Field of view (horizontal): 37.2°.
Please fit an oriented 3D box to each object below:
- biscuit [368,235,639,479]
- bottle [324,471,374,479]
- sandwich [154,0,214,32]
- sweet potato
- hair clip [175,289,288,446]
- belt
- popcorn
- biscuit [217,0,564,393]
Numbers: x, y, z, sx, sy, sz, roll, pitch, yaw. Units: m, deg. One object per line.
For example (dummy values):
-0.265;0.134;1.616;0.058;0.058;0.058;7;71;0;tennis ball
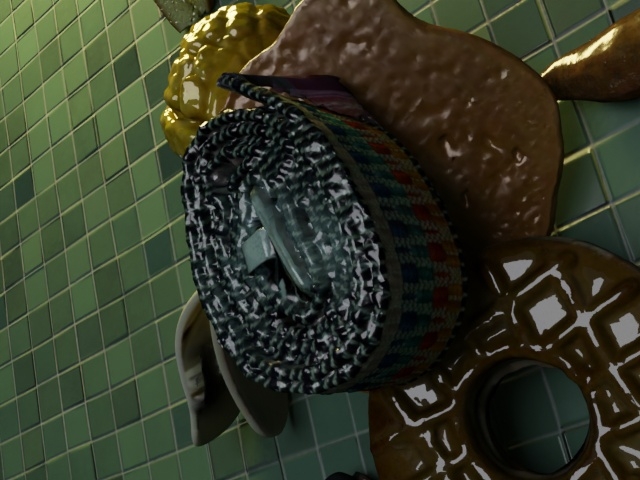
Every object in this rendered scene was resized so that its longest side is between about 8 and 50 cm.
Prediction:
0.197;0.158;0.857;0.332;0.103;0.332;-1;88;28;biscuit
0.094;0.317;0.986;0.244;0.072;0.082;20;60;41;bottle
-0.214;-0.439;1.373;0.094;0.096;0.258;-20;72;32;sandwich
0.319;-0.191;0.852;0.291;0.097;0.097;-30;64;35;sweet potato
-0.095;0.118;1.140;0.113;0.172;0.282;6;99;27;hair clip
0.000;0.000;0.851;0.207;0.160;0.295;-50;56;27;belt
-0.078;-0.175;1.146;0.203;0.226;0.200;21;120;12;popcorn
0.054;-0.043;0.971;0.365;0.062;0.385;31;104;2;biscuit
